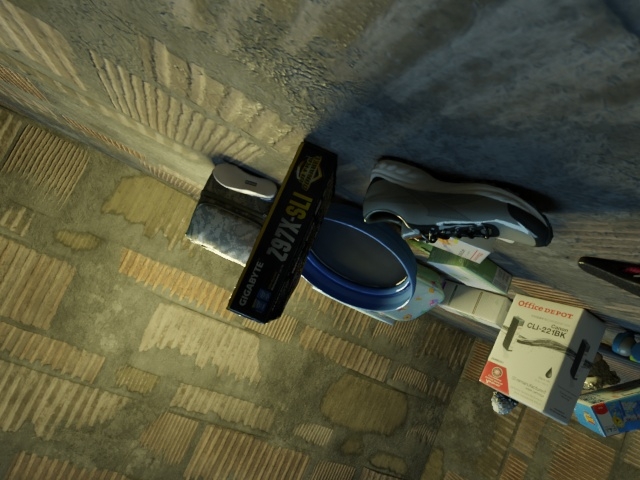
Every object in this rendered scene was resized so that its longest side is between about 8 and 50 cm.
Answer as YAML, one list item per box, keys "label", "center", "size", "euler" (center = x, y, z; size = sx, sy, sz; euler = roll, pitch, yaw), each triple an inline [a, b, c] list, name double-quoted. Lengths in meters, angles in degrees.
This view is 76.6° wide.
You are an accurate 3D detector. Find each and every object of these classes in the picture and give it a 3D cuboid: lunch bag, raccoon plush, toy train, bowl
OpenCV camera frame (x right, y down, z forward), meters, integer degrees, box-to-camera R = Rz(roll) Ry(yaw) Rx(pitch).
- label: "lunch bag"
  center: [0.271, 0.158, 1.379]
  size: [0.279, 0.224, 0.107]
  euler: [25, -144, -26]
- label: "lunch bag"
  center: [-0.257, -0.056, 1.326]
  size: [0.305, 0.255, 0.212]
  euler: [23, 173, 8]
- label: "raccoon plush"
  center: [0.818, 0.507, 1.421]
  size: [0.216, 0.446, 0.299]
  euler: [-19, -146, -27]
- label: "toy train"
  center: [0.832, 0.304, 0.981]
  size: [0.248, 0.105, 0.143]
  euler: [28, -177, -29]
- label: "bowl"
  center: [0.080, 0.051, 1.122]
  size: [0.392, 0.077, 0.391]
  euler: [22, 146, 15]

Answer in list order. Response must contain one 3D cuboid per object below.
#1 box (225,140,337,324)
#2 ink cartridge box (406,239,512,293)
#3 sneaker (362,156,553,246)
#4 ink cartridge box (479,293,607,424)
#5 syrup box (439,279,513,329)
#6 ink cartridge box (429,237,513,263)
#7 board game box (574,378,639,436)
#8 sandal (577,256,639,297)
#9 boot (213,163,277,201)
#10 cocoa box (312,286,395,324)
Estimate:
- label: "box"
  center: [-0.062, 0.001, 0.808]
  size: [0.080, 0.321, 0.257]
  euler: [23, 173, 2]
- label: "ink cartridge box"
  center: [0.333, 0.062, 1.028]
  size: [0.171, 0.056, 0.235]
  euler: [28, 170, -29]
- label: "sneaker"
  center: [0.187, -0.034, 0.592]
  size: [0.272, 0.107, 0.100]
  euler: [19, 170, 28]
- label: "ink cartridge box"
  center: [0.574, 0.295, 1.057]
  size: [0.114, 0.272, 0.197]
  euler: [32, 171, -24]
- label: "syrup box"
  center: [0.513, 0.213, 1.357]
  size: [0.093, 0.096, 0.237]
  euler: [32, 170, -37]
- label: "ink cartridge box"
  center: [0.248, -0.014, 0.712]
  size: [0.182, 0.061, 0.104]
  euler: [22, 173, 16]
- label: "board game box"
  center: [0.952, 0.488, 1.222]
  size: [0.302, 0.086, 0.308]
  euler: [-22, 157, 14]
- label: "sandal"
  center: [0.479, 0.059, 0.601]
  size: [0.067, 0.040, 0.179]
  euler: [37, -179, -38]
- label: "boot"
  center: [-0.214, -0.159, 1.170]
  size: [0.190, 0.069, 0.086]
  euler: [23, 170, 2]
- label: "cocoa box"
  center: [0.182, 0.175, 1.662]
  size: [0.232, 0.227, 0.347]
  euler: [19, 171, 40]
